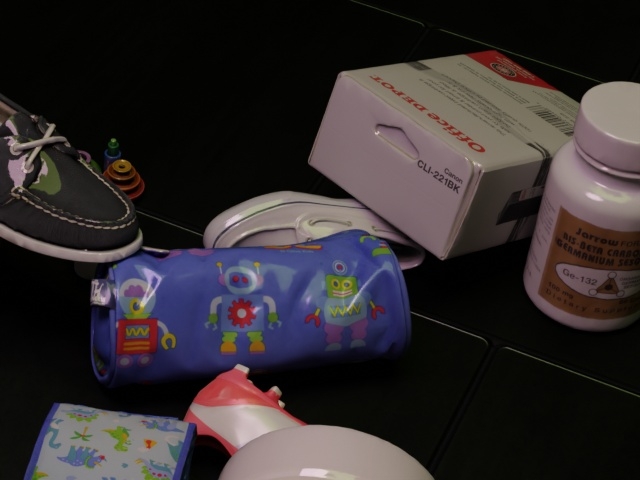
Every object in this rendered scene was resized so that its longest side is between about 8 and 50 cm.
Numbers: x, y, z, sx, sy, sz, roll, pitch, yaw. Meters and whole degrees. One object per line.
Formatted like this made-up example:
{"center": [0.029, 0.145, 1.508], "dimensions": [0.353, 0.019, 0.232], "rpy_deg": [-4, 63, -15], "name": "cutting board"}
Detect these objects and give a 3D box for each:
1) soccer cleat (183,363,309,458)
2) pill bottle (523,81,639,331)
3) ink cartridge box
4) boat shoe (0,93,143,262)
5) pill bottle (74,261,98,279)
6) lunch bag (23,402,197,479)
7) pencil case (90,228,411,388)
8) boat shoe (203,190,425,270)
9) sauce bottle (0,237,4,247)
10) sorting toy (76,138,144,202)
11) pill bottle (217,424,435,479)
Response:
{"center": [-0.012, 0.204, 1.541], "dimensions": [0.248, 0.083, 0.095], "rpy_deg": [33, 74, 19], "name": "soccer cleat"}
{"center": [0.282, -0.034, 1.746], "dimensions": [0.131, 0.229, 0.131], "rpy_deg": [5, 40, -4], "name": "pill bottle"}
{"center": [0.153, -0.094, 1.834], "dimensions": [0.197, 0.114, 0.273], "rpy_deg": [37, 30, 30], "name": "ink cartridge box"}
{"center": [-0.287, -0.077, 1.630], "dimensions": [0.302, 0.091, 0.114], "rpy_deg": [25, 32, 20], "name": "boat shoe"}
{"center": [-0.223, 0.000, 1.756], "dimensions": [0.043, 0.043, 0.083], "rpy_deg": [5, 39, -4], "name": "pill bottle"}
{"center": [-0.177, 0.205, 1.480], "dimensions": [0.128, 0.096, 0.151], "rpy_deg": [9, 49, 1], "name": "lunch bag"}
{"center": [-0.068, 0.059, 1.650], "dimensions": [0.306, 0.133, 0.119], "rpy_deg": [-4, 1, -16], "name": "pencil case"}
{"center": [0.000, 0.000, 1.767], "dimensions": [0.226, 0.083, 0.076], "rpy_deg": [-8, 41, -21], "name": "boat shoe"}
{"center": [-0.356, 0.013, 1.667], "dimensions": [0.111, 0.111, 0.344], "rpy_deg": [10, 37, 2], "name": "sauce bottle"}
{"center": [-0.227, -0.077, 1.849], "dimensions": [0.102, 0.042, 0.061], "rpy_deg": [20, 41, 14], "name": "sorting toy"}
{"center": [-0.021, 0.332, 1.257], "dimensions": [0.224, 0.224, 0.392], "rpy_deg": [11, 40, 3], "name": "pill bottle"}
